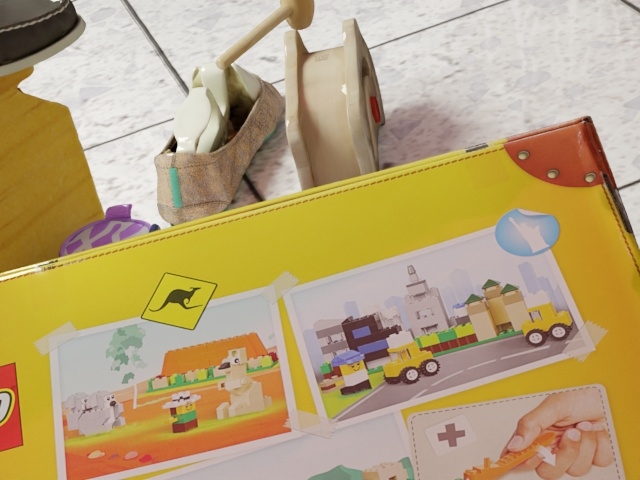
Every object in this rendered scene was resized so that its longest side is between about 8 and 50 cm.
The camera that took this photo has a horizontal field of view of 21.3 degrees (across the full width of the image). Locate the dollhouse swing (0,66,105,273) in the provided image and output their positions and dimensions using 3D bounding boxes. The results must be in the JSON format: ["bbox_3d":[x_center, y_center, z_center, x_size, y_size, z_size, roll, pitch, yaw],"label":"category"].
[{"bbox_3d":[-0.391,0.033,1.444,0.305,0.347,0.315,12,39,40],"label":"dollhouse swing"}]

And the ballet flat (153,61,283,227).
[{"bbox_3d":[-0.109,-0.131,1.836,0.107,0.106,0.316,-8,30,13],"label":"ballet flat"}]

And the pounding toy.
[{"bbox_3d":[-0.017,-0.140,1.789,0.154,0.154,0.269,-10,49,9],"label":"pounding toy"}]

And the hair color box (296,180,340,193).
[{"bbox_3d":[0.000,0.000,1.625,0.072,0.043,0.141,-17,29,0],"label":"hair color box"}]

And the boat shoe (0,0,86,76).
[{"bbox_3d":[-0.297,-0.160,1.305,0.227,0.069,0.081,-12,30,5],"label":"boat shoe"}]

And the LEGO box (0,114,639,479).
[{"bbox_3d":[-0.008,0.168,1.083,0.500,0.193,0.372,-15,49,1],"label":"LEGO box"}]

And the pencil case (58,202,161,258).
[{"bbox_3d":[-0.157,0.072,1.416,0.086,0.206,0.088,-5,36,6],"label":"pencil case"}]
